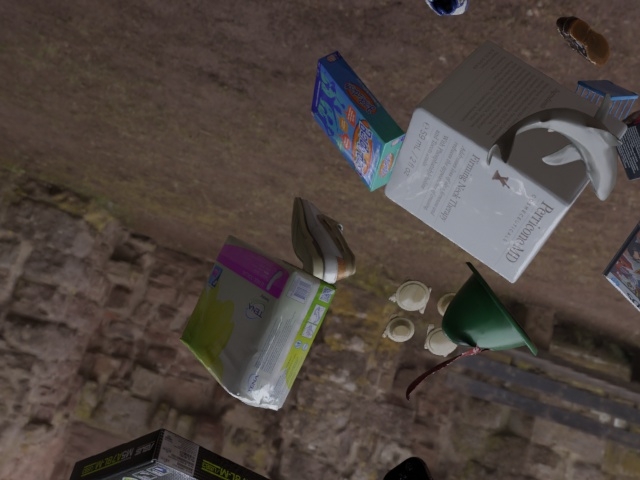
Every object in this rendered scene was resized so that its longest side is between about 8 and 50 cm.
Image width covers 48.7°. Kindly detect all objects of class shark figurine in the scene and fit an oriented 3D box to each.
[{"bbox_3d":[0.394,-0.158,1.085,0.278,0.166,0.116,11,-165,-28],"label":"shark figurine"}]

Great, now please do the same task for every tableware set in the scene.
[{"bbox_3d":[0.203,0.147,1.351,0.168,0.141,0.020,16,-158,-8],"label":"tableware set"}]

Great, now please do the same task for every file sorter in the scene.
[{"bbox_3d":[0.848,-0.413,2.133,0.170,0.105,0.118,-12,-139,-40],"label":"file sorter"}]

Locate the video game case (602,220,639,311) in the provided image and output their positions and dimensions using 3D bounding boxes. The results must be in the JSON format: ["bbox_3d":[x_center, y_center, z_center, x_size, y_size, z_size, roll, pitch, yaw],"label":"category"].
[{"bbox_3d":[0.723,0.093,1.461,0.248,0.035,0.275,52,164,25],"label":"video game case"}]

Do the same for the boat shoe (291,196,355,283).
[{"bbox_3d":[0.000,0.000,1.619,0.103,0.113,0.302,-1,-145,-14],"label":"boat shoe"}]

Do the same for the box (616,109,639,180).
[{"bbox_3d":[0.874,-0.265,1.708,0.270,0.165,0.143,-16,103,49],"label":"box"}]

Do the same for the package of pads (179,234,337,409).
[{"bbox_3d":[-0.120,0.132,1.205,0.101,0.229,0.296,26,178,-31],"label":"package of pads"}]

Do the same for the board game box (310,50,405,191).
[{"bbox_3d":[0.062,-0.215,1.293,0.210,0.047,0.160,54,160,20],"label":"board game box"}]

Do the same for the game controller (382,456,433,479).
[{"bbox_3d":[0.266,0.753,1.899,0.166,0.319,0.067,-39,138,22],"label":"game controller"}]

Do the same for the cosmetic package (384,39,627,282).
[{"bbox_3d":[0.427,-0.190,1.687,0.393,0.327,0.329,36,148,14],"label":"cosmetic package"}]

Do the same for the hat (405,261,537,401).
[{"bbox_3d":[0.206,0.151,1.090,0.208,0.183,0.173,41,-166,-50],"label":"hat"}]

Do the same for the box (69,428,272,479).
[{"bbox_3d":[-0.170,0.295,0.835,0.184,0.045,0.190,-30,128,33],"label":"box"}]

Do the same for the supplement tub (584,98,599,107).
[{"bbox_3d":[0.718,-0.307,2.040,0.117,0.117,0.190,18,143,-7],"label":"supplement tub"}]

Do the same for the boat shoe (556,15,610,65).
[{"bbox_3d":[0.740,-0.566,1.991,0.207,0.073,0.073,30,-173,-37],"label":"boat shoe"}]

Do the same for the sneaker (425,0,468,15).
[{"bbox_3d":[0.343,-0.671,1.973,0.111,0.131,0.296,-26,163,29],"label":"sneaker"}]
